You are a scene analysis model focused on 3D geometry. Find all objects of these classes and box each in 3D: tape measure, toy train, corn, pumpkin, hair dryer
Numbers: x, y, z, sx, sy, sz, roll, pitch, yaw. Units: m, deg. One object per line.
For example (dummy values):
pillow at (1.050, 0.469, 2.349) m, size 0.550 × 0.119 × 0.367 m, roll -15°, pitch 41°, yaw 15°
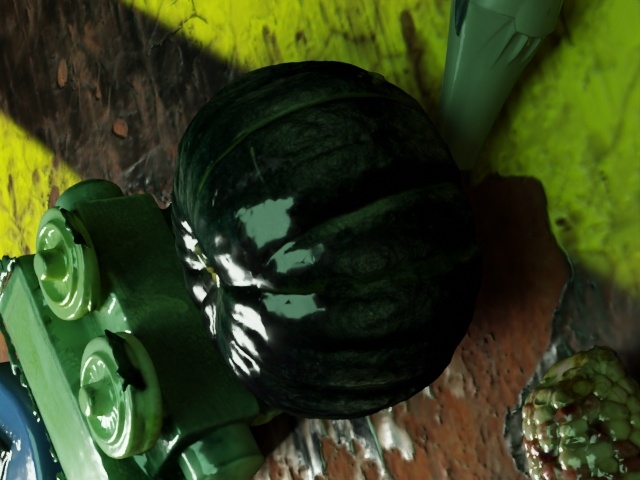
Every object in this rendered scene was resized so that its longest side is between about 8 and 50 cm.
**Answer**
tape measure at (-0.237, 0.248, 0.938) m, size 0.351 × 0.098 × 0.215 m, roll 29°, pitch 113°, yaw 38°
toy train at (-0.138, 0.083, 0.795) m, size 0.271 × 0.159 × 0.188 m, roll 59°, pitch 138°, yaw 25°
corn at (0.166, 0.180, 0.540) m, size 0.086 × 0.086 × 0.253 m, roll -29°, pitch 70°, yaw 42°
pumpkin at (0.000, 0.000, 0.629) m, size 0.220 × 0.162 × 0.220 m, roll 169°, pitch 90°, yaw -73°
hair dryer at (0.069, -0.139, 0.654) m, size 0.199 × 0.068 × 0.167 m, roll 32°, pitch 120°, yaw 51°
